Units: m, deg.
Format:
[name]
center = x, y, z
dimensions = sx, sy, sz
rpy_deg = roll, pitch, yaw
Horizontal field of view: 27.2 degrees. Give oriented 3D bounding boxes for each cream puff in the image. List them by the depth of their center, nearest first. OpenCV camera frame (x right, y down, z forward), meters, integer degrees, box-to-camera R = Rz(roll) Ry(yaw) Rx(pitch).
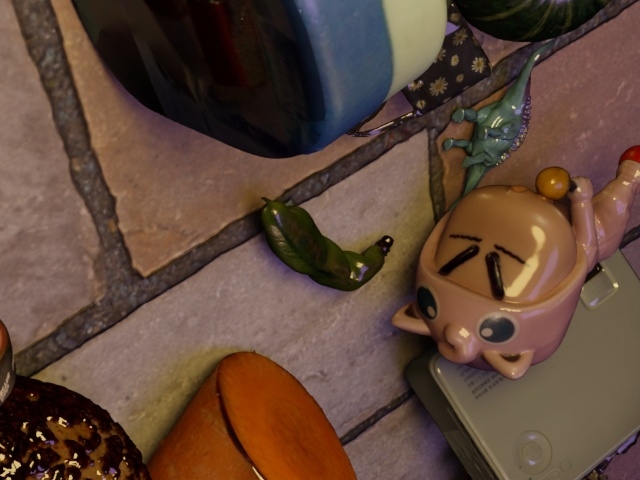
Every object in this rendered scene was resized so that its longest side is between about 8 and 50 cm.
[cream puff]
center = -0.234, 0.223, 0.996
dimensions = 0.239, 0.165, 0.239
rpy_deg = -24, 134, -27

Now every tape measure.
[tape measure]
center = -0.044, -0.188, 0.826
dimensions = 0.138, 0.262, 0.259
rpy_deg = -45, 142, -23

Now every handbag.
[handbag]
center = 0.065, -0.139, 1.095
dimensions = 0.139, 0.072, 0.115
rpy_deg = -46, 143, -3

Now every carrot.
[carrot]
center = -0.092, 0.287, 1.146
dimensions = 0.331, 0.214, 0.193
rpy_deg = -53, 140, 5

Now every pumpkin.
[pumpkin]
center = 0.177, -0.242, 1.085
dimensions = 0.167, 0.125, 0.167
rpy_deg = -6, 110, -16

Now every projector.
[projector]
center = 0.235, 0.135, 1.362
dimensions = 0.257, 0.099, 0.192
rpy_deg = -34, 93, -21

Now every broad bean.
[broad bean]
center = -0.001, 0.008, 1.154
dimensions = 0.195, 0.046, 0.061
rpy_deg = 16, 94, -53

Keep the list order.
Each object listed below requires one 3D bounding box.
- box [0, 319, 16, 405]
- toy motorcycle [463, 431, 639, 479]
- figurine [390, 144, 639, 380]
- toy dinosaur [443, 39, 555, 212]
[box]
center = -0.281, 0.043, 0.845
dimensions = 0.151, 0.151, 0.135
rpy_deg = -22, 122, -31
[toy motorcycle]
center = 0.300, 0.194, 1.507
dimensions = 0.401, 0.134, 0.207
rpy_deg = -35, 133, -15
[figurine]
center = 0.193, -0.001, 1.246
dimensions = 0.287, 0.176, 0.186
rpy_deg = -36, 133, -30
[toy dinosaur]
center = 0.159, -0.102, 1.232
dimensions = 0.080, 0.045, 0.197
rpy_deg = -4, 129, -50
